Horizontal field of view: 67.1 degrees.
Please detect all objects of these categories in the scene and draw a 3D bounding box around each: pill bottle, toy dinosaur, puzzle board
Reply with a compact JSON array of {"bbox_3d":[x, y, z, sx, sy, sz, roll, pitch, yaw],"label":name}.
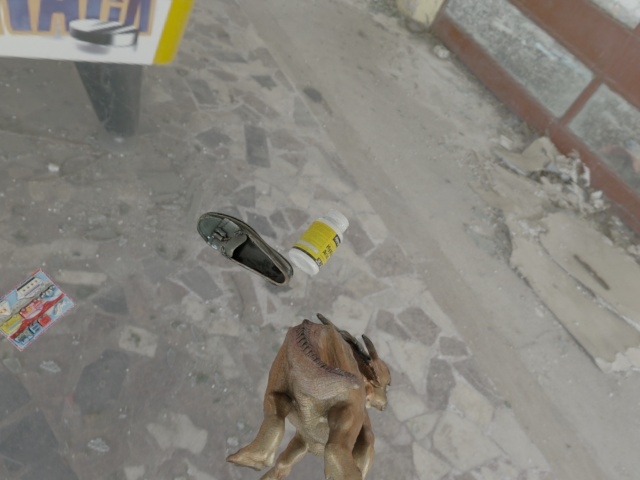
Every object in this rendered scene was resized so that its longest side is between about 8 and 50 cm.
[{"bbox_3d":[0.000,0.000,0.876,0.065,0.065,0.116,35,68,7],"label":"pill bottle"},{"bbox_3d":[0.004,0.139,0.477,0.127,0.295,0.200,6,55,11],"label":"toy dinosaur"},{"bbox_3d":[-0.540,0.126,0.901,0.096,0.011,0.128,54,44,-18],"label":"puzzle board"}]

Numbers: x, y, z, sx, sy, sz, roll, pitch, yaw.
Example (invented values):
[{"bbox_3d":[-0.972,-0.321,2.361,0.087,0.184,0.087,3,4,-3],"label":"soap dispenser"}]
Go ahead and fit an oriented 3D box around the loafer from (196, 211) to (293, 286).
[{"bbox_3d":[-0.177,0.019,1.146,0.268,0.096,0.084,34,3,-6],"label":"loafer"}]
